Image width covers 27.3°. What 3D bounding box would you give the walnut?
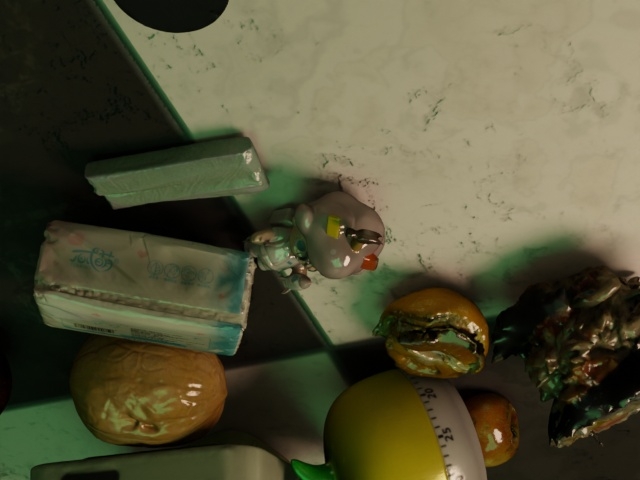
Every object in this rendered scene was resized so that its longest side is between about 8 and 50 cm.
[{"bbox_3d":[-0.243,0.203,1.865,0.225,0.193,0.193,-1,139,11],"label":"walnut"}]

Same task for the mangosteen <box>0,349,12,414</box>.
[{"bbox_3d":[-0.534,0.212,1.906,0.172,0.184,0.173,6,125,9],"label":"mangosteen"}]

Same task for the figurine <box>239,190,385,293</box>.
[{"bbox_3d":[0.000,0.000,1.659,0.229,0.112,0.137,-12,131,39],"label":"figurine"}]

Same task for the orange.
[{"bbox_3d":[0.158,0.121,1.776,0.169,0.112,0.160,17,158,31],"label":"orange"}]

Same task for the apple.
[{"bbox_3d":[0.244,0.285,1.969,0.102,0.099,0.114,-8,141,20],"label":"apple"}]

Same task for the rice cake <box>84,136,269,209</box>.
[{"bbox_3d":[-0.178,-0.080,1.631,0.221,0.042,0.080,-8,142,14],"label":"rice cake"}]

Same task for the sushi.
[{"bbox_3d":[0.353,0.140,1.728,0.238,0.219,0.225,-40,164,10],"label":"sushi"}]

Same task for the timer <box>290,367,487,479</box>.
[{"bbox_3d":[0.076,0.325,1.873,0.285,0.285,0.285,3,140,3],"label":"timer"}]

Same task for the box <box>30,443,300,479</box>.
[{"bbox_3d":[-0.198,0.385,1.980,0.367,0.091,0.373,-8,157,19],"label":"box"}]

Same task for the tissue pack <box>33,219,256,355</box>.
[{"bbox_3d":[-0.226,0.066,1.711,0.271,0.124,0.201,9,162,-4],"label":"tissue pack"}]

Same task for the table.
[{"bbox_3d":[-0.157,-0.282,1.388,0.133,0.043,0.133,4,140,3],"label":"table"}]

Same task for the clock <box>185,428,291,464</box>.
[{"bbox_3d":[-0.168,0.397,2.170,0.232,0.069,0.170,-26,131,32],"label":"clock"}]
